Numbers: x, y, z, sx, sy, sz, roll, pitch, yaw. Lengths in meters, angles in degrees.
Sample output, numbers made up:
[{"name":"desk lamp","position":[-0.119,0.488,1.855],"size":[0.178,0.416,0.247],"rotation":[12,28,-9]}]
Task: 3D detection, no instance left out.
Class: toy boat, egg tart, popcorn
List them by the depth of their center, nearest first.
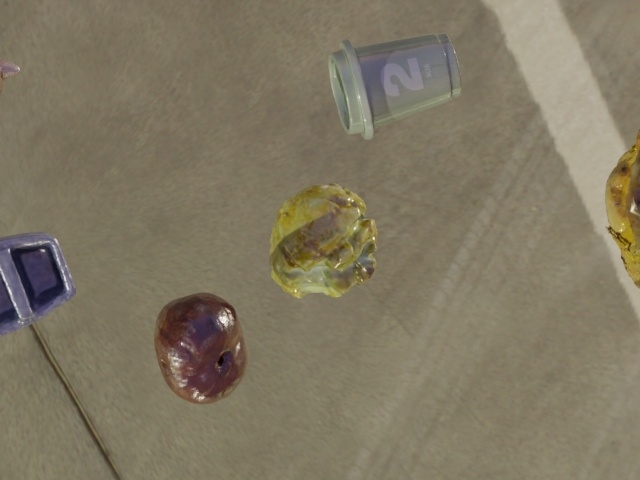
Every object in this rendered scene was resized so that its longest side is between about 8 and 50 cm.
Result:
[{"name":"toy boat","position":[-0.466,0.072,1.265],"size":[0.283,0.078,0.127],"rotation":[-18,109,-8]},{"name":"egg tart","position":[0.463,-0.071,1.324],"size":[0.132,0.297,0.297],"rotation":[11,86,-11]},{"name":"popcorn","position":[0.000,0.000,1.726],"size":[0.183,0.221,0.204],"rotation":[24,62,-17]}]

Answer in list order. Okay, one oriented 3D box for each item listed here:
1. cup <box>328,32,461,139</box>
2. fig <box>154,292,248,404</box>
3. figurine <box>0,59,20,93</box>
[{"name":"cup","position":[0.088,-0.186,1.139],"size":[0.141,0.120,0.120],"rotation":[-13,93,-4]},{"name":"fig","position":[-0.206,0.152,1.562],"size":[0.145,0.274,0.170],"rotation":[-20,109,-18]},{"name":"figurine","position":[-0.515,-0.188,1.262],"size":[0.247,0.177,0.173],"rotation":[-39,85,3]}]
